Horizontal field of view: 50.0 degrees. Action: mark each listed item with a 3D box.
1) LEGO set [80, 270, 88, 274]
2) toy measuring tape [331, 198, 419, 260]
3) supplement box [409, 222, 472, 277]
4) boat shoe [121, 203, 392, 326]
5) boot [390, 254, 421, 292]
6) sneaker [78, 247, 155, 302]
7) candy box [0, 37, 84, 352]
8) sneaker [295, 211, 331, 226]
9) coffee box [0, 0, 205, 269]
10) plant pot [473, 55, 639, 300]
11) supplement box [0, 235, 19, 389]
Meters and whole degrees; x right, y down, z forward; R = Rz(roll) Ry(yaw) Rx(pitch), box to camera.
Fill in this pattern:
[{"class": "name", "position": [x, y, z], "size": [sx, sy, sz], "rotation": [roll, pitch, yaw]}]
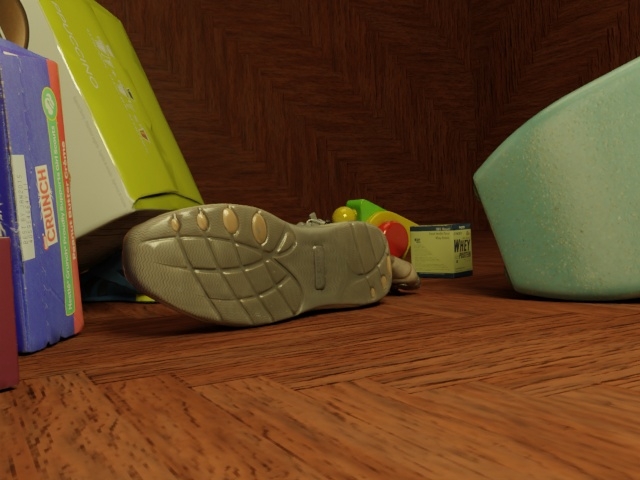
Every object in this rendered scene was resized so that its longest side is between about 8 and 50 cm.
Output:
[{"class": "LEGO set", "position": [-0.250, 0.025, 1.117], "size": [0.287, 0.107, 0.132], "rotation": [-2, 2, 10]}, {"class": "toy measuring tape", "position": [0.145, 0.023, 1.259], "size": [0.330, 0.121, 0.121], "rotation": [24, -14, -35]}, {"class": "supplement box", "position": [0.194, 0.016, 1.105], "size": [0.083, 0.083, 0.056], "rotation": [-1, 3, 44]}, {"class": "boat shoe", "position": [-0.066, 0.031, 0.737], "size": [0.324, 0.123, 0.116], "rotation": [8, -9, -40]}, {"class": "boot", "position": [0.069, 0.038, 0.887], "size": [0.118, 0.042, 0.087], "rotation": [8, -24, 46]}, {"class": "sneaker", "position": [-0.284, 0.046, 0.974], "size": [0.209, 0.082, 0.069], "rotation": [-3, 3, 28]}, {"class": "candy box", "position": [-0.399, -0.031, 0.628], "size": [0.317, 0.268, 0.122], "rotation": [-2, 6, 7]}, {"class": "sneaker", "position": [0.000, 0.000, 1.383], "size": [0.281, 0.115, 0.105], "rotation": [-2, 2, 22]}, {"class": "coffee box", "position": [-0.396, -0.120, 0.900], "size": [0.334, 0.337, 0.338], "rotation": [-25, 0, 5]}, {"class": "plant pot", "position": [0.325, -0.050, 0.801], "size": [0.252, 0.248, 0.247], "rotation": [-21, -4, 19]}, {"class": "supplement box", "position": [-0.299, 0.050, 0.476], "size": [0.188, 0.104, 0.081], "rotation": [-1, 2, 35]}]
